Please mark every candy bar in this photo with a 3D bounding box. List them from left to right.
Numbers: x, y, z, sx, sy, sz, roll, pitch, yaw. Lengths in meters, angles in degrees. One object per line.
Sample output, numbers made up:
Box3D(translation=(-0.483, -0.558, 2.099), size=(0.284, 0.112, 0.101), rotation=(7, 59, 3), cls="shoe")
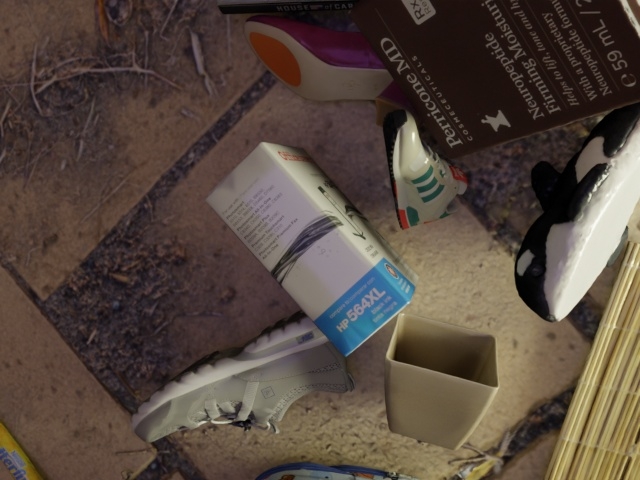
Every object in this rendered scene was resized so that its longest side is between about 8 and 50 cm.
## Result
Box3D(translation=(-0.414, 0.315, 0.767), size=(0.040, 0.018, 0.161), rotation=(-43, 81, 13), cls="candy bar")

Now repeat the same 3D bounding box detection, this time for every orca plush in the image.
Box3D(translation=(0.248, -0.070, 0.539), size=(0.102, 0.151, 0.287), rotation=(29, 106, 41), cls="orca plush")

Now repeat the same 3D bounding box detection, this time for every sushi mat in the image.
Box3D(translation=(0.345, 0.165, 0.579), size=(0.151, 0.019, 0.317), rotation=(17, 99, 10), cls="sushi mat")

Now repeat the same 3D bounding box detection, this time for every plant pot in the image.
Box3D(translation=(0.121, 0.153, 0.592), size=(0.109, 0.109, 0.096), rotation=(13, 112, 11), cls="plant pot")

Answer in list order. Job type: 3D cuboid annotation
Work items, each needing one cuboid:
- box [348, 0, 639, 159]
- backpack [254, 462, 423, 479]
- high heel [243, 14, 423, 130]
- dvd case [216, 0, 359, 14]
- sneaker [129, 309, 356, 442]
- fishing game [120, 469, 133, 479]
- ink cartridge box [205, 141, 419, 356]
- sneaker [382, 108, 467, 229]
Box3D(translation=(0.170, -0.195, 0.444), size=(0.167, 0.203, 0.168), rotation=(-47, 107, -25), cls="box")
Box3D(translation=(0.016, 0.357, 0.580), size=(0.263, 0.213, 0.277), rotation=(12, 92, 4), cls="backpack")
Box3D(translation=(0.035, -0.206, 0.602), size=(0.244, 0.082, 0.117), rotation=(29, 64, 24), cls="high heel")
Box3D(translation=(0.013, -0.328, 0.582), size=(0.238, 0.029, 0.179), rotation=(3, 84, 10), cls="dvd case")
Box3D(translation=(-0.092, 0.181, 0.639), size=(0.281, 0.105, 0.115), rotation=(-27, 89, 14), cls="sneaker")
Box3D(translation=(-0.320, 0.438, 0.753), size=(0.264, 0.041, 0.189), rotation=(-30, 86, 14), cls="fishing game")
Box3D(translation=(0.000, 0.000, 0.577), size=(0.086, 0.148, 0.203), rotation=(-43, 86, 14), cls="ink cartridge box")
Box3D(translation=(0.106, -0.073, 0.556), size=(0.075, 0.161, 0.057), rotation=(-10, 54, 7), cls="sneaker")
